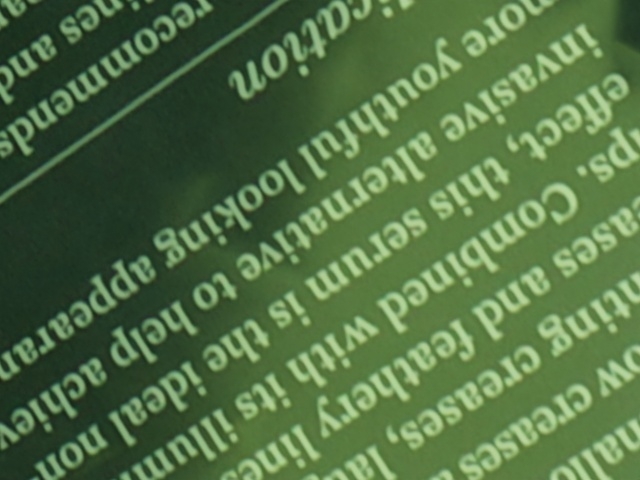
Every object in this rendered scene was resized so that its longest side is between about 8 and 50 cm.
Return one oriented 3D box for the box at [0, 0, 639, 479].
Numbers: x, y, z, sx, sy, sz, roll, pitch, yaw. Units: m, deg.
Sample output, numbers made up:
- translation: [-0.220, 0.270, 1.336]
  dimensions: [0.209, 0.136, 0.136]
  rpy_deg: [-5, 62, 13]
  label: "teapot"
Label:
- translation: [0.000, 0.000, 0.453]
  dimensions: [0.212, 0.293, 0.395]
  rpy_deg: [-34, 82, 7]
  label: "box"
